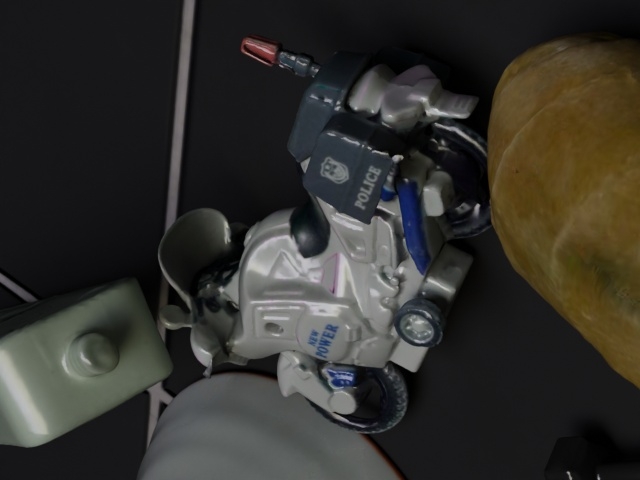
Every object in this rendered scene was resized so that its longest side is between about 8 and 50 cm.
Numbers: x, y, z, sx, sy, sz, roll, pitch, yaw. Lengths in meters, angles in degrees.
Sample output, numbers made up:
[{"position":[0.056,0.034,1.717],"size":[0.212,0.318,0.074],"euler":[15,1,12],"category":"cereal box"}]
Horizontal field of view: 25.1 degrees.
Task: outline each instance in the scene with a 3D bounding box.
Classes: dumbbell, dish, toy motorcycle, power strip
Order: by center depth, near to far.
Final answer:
[{"position":[0.140,0.104,0.640],"size":[0.083,0.040,0.036],"euler":[-14,128,47],"category":"dumbbell"},{"position":[0.000,0.000,0.696],"size":[0.150,0.102,0.221],"euler":[28,132,8],"category":"toy motorcycle"},{"position":[-0.040,0.212,0.833],"size":[0.260,0.085,0.260],"euler":[20,121,38],"category":"dish"},{"position":[-0.181,0.074,0.834],"size":[0.385,0.091,0.062],"euler":[-12,103,64],"category":"power strip"}]

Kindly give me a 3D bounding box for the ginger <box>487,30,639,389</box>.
[{"position":[0.225,0.002,0.450],"size":[0.363,0.122,0.348],"euler":[-40,69,36],"category":"ginger"}]
